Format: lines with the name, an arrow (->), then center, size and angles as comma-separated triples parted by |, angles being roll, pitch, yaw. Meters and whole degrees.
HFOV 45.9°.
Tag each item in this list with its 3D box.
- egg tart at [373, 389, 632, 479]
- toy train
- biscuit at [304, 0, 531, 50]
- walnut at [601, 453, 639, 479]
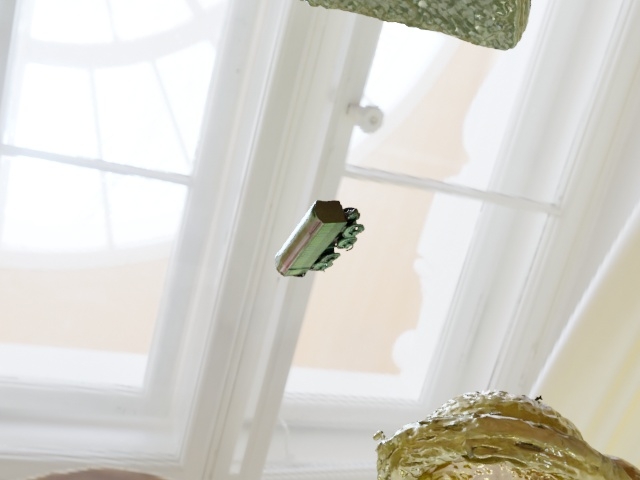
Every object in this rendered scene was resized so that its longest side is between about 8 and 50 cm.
egg tart -> 0.267, 0.348, 1.126 | 0.388, 0.387, 0.169 | 16, -134, 7
toy train -> 0.000, 0.000, 0.892 | 0.071, 0.148, 0.038 | 4, -119, -23
biscuit -> 0.031, -0.189, 0.458 | 0.200, 0.040, 0.121 | 21, 151, 23
walnut -> 0.531, 0.451, 1.445 | 0.211, 0.086, 0.167 | 2, 174, -19
